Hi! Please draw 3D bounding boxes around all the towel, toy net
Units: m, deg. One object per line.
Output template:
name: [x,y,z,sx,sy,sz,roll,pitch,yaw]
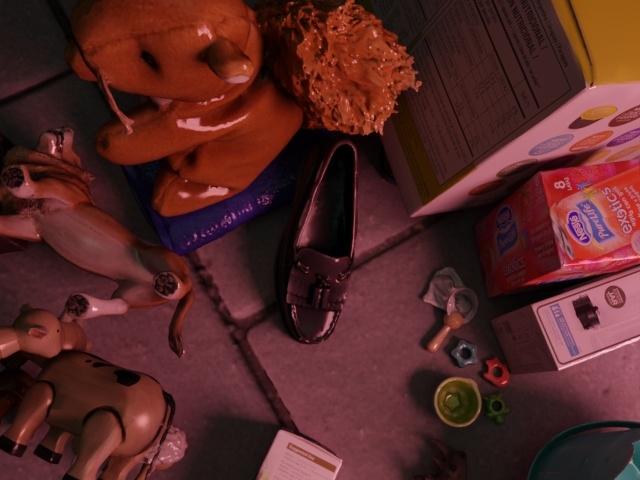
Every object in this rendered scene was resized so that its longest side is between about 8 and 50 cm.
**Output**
towel: [-0.141,-0.132,0.896,0.308,0.076,0.228,-27,85,-10]
toy net: [0.214,0.148,0.849,0.122,0.045,0.232,-1,75,-3]

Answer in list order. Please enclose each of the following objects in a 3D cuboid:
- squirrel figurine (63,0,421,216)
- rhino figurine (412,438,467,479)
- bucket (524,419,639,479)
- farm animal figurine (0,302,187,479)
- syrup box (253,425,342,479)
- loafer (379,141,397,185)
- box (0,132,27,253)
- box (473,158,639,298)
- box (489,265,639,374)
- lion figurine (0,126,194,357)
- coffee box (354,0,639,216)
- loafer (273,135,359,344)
squirrel figurine: [-0.095,-0.223,0.688,0.397,0.370,0.281,-11,82,-8]
rhino figurine: [0.191,0.384,0.772,0.106,0.073,0.243,-16,75,-10]
bucket: [0.392,0.356,0.703,0.281,0.183,0.281,6,70,-18]
farm animal figurine: [-0.312,0.160,0.674,0.326,0.330,0.172,24,71,5]
syrup box: [-0.064,0.368,0.751,0.096,0.093,0.237,25,75,4]
loafer: [0.139,-0.223,0.923,0.096,0.084,0.267,2,75,-1]
box: [-0.525,-0.075,0.788,0.167,0.203,0.168,-10,76,-5]
box: [0.313,-0.004,0.785,0.128,0.257,0.123,-7,77,-5]
box: [0.405,0.095,0.810,0.290,0.169,0.087,-18,77,-8]
lion figurine: [-0.290,0.002,0.773,0.392,0.240,0.142,43,93,5]
coffee box: [0.277,-0.262,0.767,0.337,0.334,0.338,-10,75,-27]
loafer: [0.000,0.000,0.822,0.109,0.095,0.302,8,87,-15]
